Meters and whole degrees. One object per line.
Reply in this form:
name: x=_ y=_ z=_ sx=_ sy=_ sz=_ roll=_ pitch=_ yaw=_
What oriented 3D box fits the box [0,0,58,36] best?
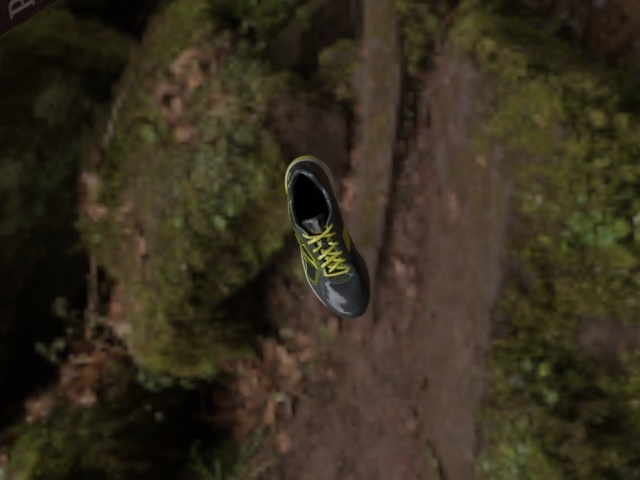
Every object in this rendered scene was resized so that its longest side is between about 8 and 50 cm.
box: x=-0.087 y=-0.295 z=0.789 sx=0.143 sy=0.381 sz=0.191 roll=37 pitch=148 yaw=25

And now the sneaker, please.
sneaker: x=0.000 y=0.000 z=0.701 sx=0.035 sy=0.031 sz=0.083 roll=-24 pitch=-88 yaw=-81
